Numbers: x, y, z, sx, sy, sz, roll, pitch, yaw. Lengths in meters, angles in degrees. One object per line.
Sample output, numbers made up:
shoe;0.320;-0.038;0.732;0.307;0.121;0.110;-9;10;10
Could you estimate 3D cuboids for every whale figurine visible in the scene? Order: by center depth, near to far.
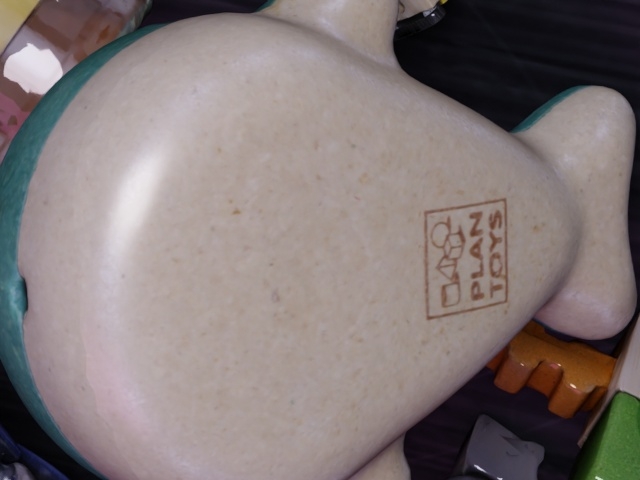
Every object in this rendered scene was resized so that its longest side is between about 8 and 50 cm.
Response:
whale figurine;0.000;0.000;0.686;0.141;0.272;0.216;9;106;53

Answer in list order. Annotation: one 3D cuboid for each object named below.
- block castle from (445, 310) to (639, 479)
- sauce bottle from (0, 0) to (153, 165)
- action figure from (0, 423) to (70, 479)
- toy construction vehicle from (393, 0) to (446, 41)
block castle;0.126;0.200;0.845;0.453;0.213;0.303;24;141;3
sauce bottle;-0.231;-0.153;0.696;0.344;0.111;0.111;35;140;-8
action figure;-0.209;0.191;0.962;0.178;0.330;0.341;-27;142;-3
toy construction vehicle;0.024;-0.124;0.696;0.098;0.035;0.086;-19;118;47
